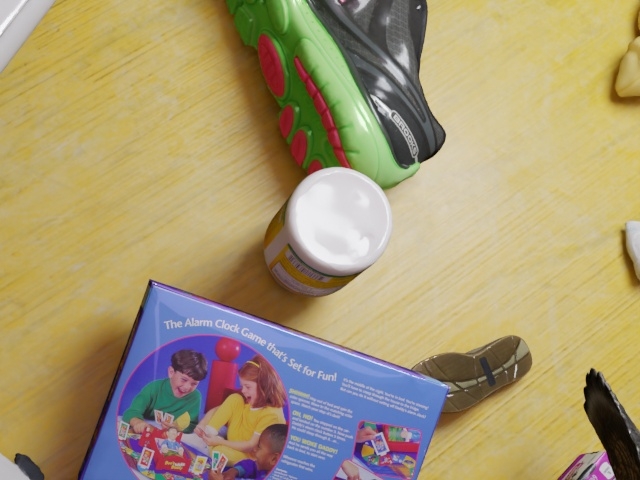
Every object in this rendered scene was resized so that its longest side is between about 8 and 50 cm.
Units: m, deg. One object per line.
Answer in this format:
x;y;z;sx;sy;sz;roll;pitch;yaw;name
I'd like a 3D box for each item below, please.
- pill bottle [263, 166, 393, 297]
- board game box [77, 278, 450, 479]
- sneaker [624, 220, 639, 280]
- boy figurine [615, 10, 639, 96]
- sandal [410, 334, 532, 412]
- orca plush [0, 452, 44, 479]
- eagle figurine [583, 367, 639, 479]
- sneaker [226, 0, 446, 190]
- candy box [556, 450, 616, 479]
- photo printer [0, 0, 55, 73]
0.000;0.000;1.301;0.118;0.208;0.117;3;76;-12;pill bottle
-0.061;0.209;1.267;0.347;0.078;0.233;21;88;-11;board game box
0.496;-0.014;1.498;0.212;0.080;0.094;-10;67;-14;sneaker
0.499;-0.286;1.554;0.285;0.092;0.177;-31;88;-21;boy figurine
0.177;0.161;1.393;0.180;0.049;0.072;-16;86;-31;sandal
-0.397;0.261;1.203;0.287;0.151;0.102;33;107;0;orca plush
0.358;0.309;1.251;0.225;0.226;0.298;18;76;12;eagle figurine
0.015;-0.287;1.417;0.202;0.185;0.482;-13;83;-34;sneaker
0.351;0.388;1.363;0.159;0.071;0.233;-42;90;-19;candy box
-0.403;-0.364;1.336;0.256;0.107;0.307;30;65;-5;photo printer
